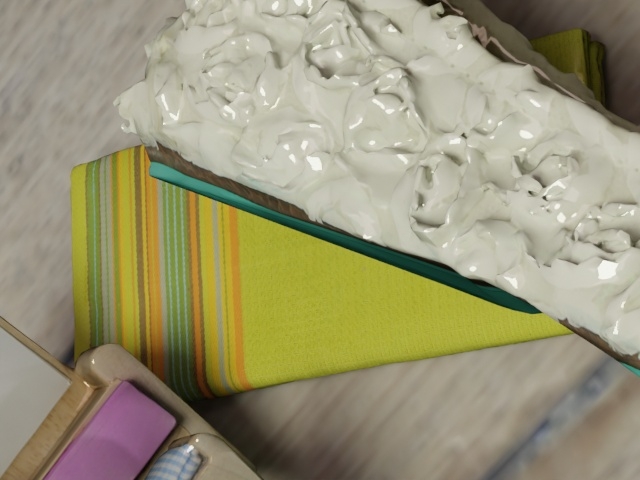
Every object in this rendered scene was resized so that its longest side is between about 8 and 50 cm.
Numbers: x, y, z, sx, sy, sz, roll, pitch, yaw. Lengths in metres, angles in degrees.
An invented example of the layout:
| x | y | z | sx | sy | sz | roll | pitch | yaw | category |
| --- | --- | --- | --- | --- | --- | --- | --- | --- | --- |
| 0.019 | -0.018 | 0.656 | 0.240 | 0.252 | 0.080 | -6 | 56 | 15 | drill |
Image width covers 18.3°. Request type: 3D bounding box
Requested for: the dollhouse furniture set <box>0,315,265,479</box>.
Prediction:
| x | y | z | sx | sy | sz | roll | pitch | yaw | category |
| --- | --- | --- | --- | --- | --- | --- | --- | --- | --- |
| -0.150 | 0.113 | 0.532 | 0.286 | 0.198 | 0.303 | -54 | 8 | -14 | dollhouse furniture set |

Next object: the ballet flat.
| x | y | z | sx | sy | sz | roll | pitch | yaw | category |
| --- | --- | --- | --- | --- | --- | --- | --- | --- | --- |
| 0.103 | -0.012 | 0.523 | 0.409 | 0.147 | 0.147 | 28 | 96 | 37 | ballet flat |

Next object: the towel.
| x | y | z | sx | sy | sz | roll | pitch | yaw | category |
| --- | --- | --- | --- | --- | --- | --- | --- | --- | --- |
| 0.000 | 0.000 | 0.708 | 0.237 | 0.021 | 0.102 | -13 | 75 | 37 | towel |
